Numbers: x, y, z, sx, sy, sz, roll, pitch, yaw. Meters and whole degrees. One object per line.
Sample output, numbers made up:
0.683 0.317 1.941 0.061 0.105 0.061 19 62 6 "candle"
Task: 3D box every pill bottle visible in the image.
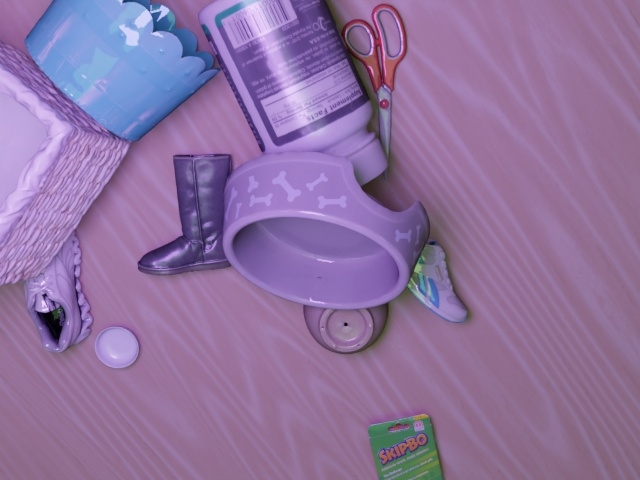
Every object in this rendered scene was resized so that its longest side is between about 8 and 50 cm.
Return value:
-0.037 -0.252 1.433 0.204 0.204 0.361 -24 103 7 "pill bottle"

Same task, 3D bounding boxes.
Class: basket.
-0.545 -0.131 1.395 0.328 0.266 0.331 38 98 11 "basket"

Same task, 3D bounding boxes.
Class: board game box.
0.176 0.462 1.700 0.124 0.039 0.260 -12 107 3 "board game box"

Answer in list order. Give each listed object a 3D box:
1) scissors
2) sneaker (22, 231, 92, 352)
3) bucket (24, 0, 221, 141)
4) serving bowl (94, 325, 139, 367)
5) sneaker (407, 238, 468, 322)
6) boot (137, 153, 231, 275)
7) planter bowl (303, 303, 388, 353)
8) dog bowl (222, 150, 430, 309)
0.121 -0.260 1.522 0.109 0.021 0.297 -16 102 3 "scissors"
-0.492 0.065 1.567 0.110 0.118 0.292 -12 102 6 "sneaker"
-0.321 -0.307 1.393 0.183 0.281 0.281 -43 100 9 "bucket"
-0.384 0.199 1.644 0.083 0.027 0.083 0 105 0 "serving bowl"
0.198 0.056 1.570 0.092 0.087 0.229 -42 102 8 "sneaker"
-0.245 -0.049 1.555 0.189 0.076 0.209 -9 112 -12 "boot"
0.047 0.141 1.581 0.162 0.109 0.162 0 105 1 "planter bowl"
0.000 0.000 1.407 0.348 0.349 0.102 15 61 -3 "dog bowl"
